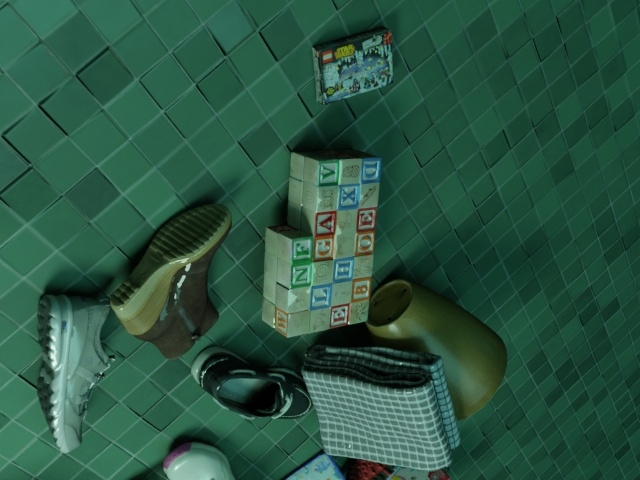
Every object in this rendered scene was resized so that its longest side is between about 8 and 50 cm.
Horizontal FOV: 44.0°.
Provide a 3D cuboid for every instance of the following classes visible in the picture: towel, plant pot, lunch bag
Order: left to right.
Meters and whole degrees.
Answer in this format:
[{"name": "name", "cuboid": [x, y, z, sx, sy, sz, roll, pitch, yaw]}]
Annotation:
[{"name": "lunch bag", "cuboid": [-0.003, 0.552, 1.726, 0.128, 0.096, 0.151, -32, 102, -14]}, {"name": "towel", "cuboid": [0.108, 0.317, 1.512, 0.121, 0.283, 0.235, -57, 138, -43]}, {"name": "plant pot", "cuboid": [0.208, 0.197, 1.577, 0.237, 0.237, 0.254, -45, 121, -3]}]

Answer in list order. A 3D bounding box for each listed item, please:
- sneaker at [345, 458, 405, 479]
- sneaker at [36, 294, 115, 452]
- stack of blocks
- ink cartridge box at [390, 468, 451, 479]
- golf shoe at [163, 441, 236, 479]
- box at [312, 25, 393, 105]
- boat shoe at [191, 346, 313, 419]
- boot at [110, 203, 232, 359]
[{"name": "sneaker", "cuboid": [0.178, 0.498, 1.810, 0.261, 0.104, 0.125, -36, 134, -10]}, {"name": "sneaker", "cuboid": [-0.376, 0.213, 1.244, 0.115, 0.105, 0.281, -7, 120, -31]}, {"name": "stack of blocks", "cuboid": [0.000, 0.000, 1.344, 0.171, 0.087, 0.297, -7, 110, -33]}, {"name": "ink cartridge box", "cuboid": [0.221, 0.611, 1.893, 0.176, 0.128, 0.127, -37, 132, -11]}, {"name": "golf shoe", "cuboid": [-0.195, 0.502, 1.531, 0.115, 0.140, 0.306, -37, 131, -8]}, {"name": "box", "cuboid": [0.054, -0.283, 1.283, 0.137, 0.027, 0.094, -22, 127, -22]}, {"name": "boat shoe", "cuboid": [-0.111, 0.291, 1.485, 0.302, 0.091, 0.114, 25, 100, -42]}, {"name": "boot", "cuboid": [-0.214, 0.071, 1.304, 0.248, 0.090, 0.207, -44, 147, -8]}]
